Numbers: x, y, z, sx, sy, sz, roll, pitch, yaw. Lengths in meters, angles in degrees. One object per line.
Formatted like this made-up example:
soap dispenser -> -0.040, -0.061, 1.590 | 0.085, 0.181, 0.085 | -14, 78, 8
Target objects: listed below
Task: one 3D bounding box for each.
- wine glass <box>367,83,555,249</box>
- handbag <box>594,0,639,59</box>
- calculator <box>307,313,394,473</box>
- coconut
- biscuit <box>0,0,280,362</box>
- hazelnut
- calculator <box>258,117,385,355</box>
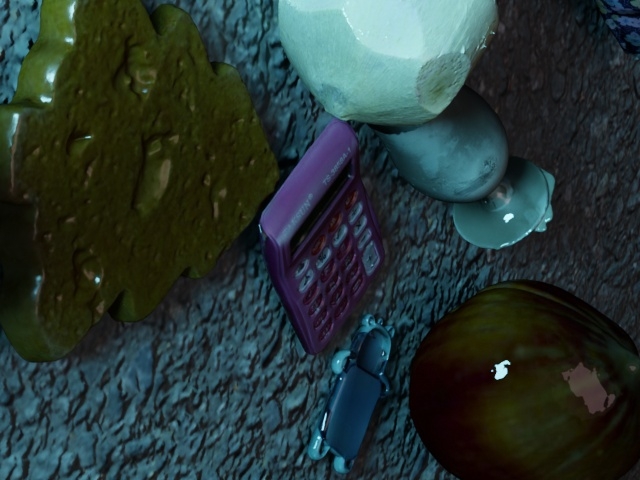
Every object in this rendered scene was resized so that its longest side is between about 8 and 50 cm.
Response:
wine glass -> 0.119, -0.076, 1.460 | 0.222, 0.103, 0.103 | 40, 70, -52
handbag -> 0.330, -0.308, 1.643 | 0.229, 0.127, 0.207 | 39, 64, -51
calculator -> 0.030, 0.134, 1.486 | 0.094, 0.019, 0.141 | 37, 70, -53
coconut -> 0.044, -0.165, 1.287 | 0.162, 0.161, 0.161 | -52, 138, -25
biscuit -> -0.130, -0.048, 1.185 | 0.301, 0.043, 0.278 | 9, 93, -57
hazelnut -> 0.193, 0.136, 1.536 | 0.229, 0.229, 0.229 | -23, 120, -48
calculator -> 0.000, 0.000, 1.378 | 0.126, 0.034, 0.190 | -55, 150, -26
